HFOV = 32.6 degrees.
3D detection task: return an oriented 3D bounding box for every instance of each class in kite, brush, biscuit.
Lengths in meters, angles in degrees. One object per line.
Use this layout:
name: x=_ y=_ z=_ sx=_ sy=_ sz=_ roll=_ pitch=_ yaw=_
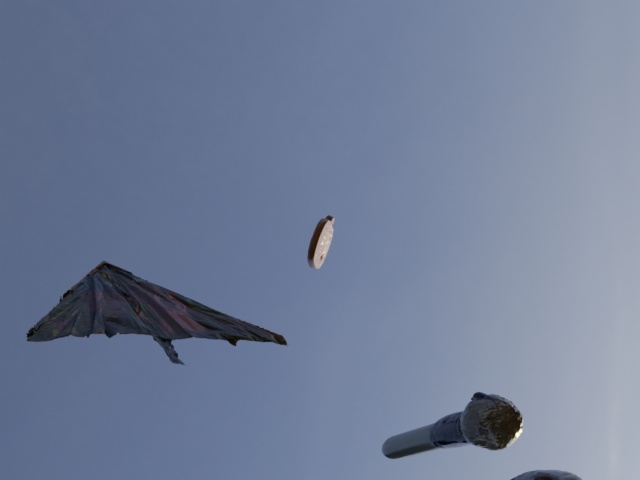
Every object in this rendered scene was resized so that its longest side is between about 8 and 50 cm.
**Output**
kite: x=-0.195 y=0.081 z=1.222 sx=0.321 sy=0.234 sz=0.016 roll=7 pitch=-69 yaw=-37
brush: x=0.094 y=0.159 z=0.901 sx=0.042 sy=0.299 sz=0.039 roll=19 pitch=-107 yaw=-9
biscuit: x=0.000 y=0.000 z=1.527 sx=0.091 sy=0.015 sz=0.078 roll=76 pitch=-146 yaw=-70

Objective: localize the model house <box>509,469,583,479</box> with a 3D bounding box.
model house: x=0.043 y=0.217 z=0.611 sx=0.239 sy=0.268 sz=0.173 roll=0 pitch=-102 yaw=0
